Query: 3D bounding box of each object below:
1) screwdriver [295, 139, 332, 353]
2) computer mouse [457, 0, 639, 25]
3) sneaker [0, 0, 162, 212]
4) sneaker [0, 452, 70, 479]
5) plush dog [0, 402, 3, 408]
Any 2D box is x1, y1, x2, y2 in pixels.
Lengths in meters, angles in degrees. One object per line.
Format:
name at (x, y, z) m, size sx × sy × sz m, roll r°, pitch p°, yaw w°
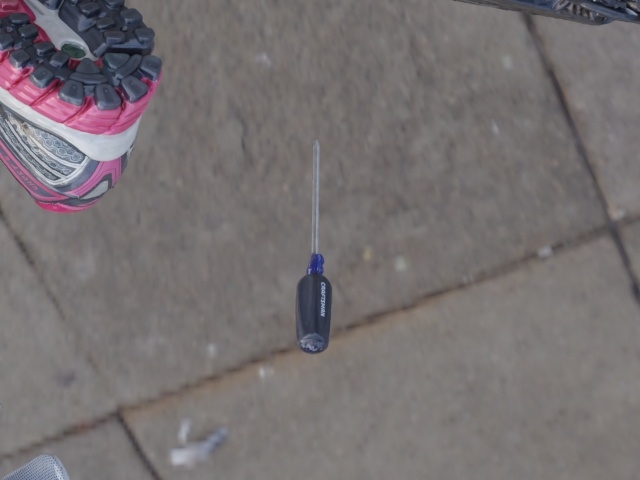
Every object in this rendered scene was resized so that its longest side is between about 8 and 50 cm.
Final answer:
screwdriver at (0.000, 0.000, 1.193) m, size 0.025 × 0.170 × 0.024 m, roll 6°, pitch 139°, yaw 1°
computer mouse at (0.139, -0.144, 1.027) m, size 0.184 × 0.262 × 0.060 m, roll 8°, pitch 97°, yaw -34°
sneaker at (-0.214, -0.139, 1.144) m, size 0.121 × 0.299 × 0.112 m, roll -19°, pitch 146°, yaw -35°
sneaker at (-0.164, 0.269, 1.296) m, size 0.366 × 0.137 × 0.210 m, roll 3°, pitch 116°, yaw 43°
plush dog at (-0.370, 0.085, 1.366) m, size 0.225 × 0.210 × 0.262 m, roll -24°, pitch 156°, yaw -1°
